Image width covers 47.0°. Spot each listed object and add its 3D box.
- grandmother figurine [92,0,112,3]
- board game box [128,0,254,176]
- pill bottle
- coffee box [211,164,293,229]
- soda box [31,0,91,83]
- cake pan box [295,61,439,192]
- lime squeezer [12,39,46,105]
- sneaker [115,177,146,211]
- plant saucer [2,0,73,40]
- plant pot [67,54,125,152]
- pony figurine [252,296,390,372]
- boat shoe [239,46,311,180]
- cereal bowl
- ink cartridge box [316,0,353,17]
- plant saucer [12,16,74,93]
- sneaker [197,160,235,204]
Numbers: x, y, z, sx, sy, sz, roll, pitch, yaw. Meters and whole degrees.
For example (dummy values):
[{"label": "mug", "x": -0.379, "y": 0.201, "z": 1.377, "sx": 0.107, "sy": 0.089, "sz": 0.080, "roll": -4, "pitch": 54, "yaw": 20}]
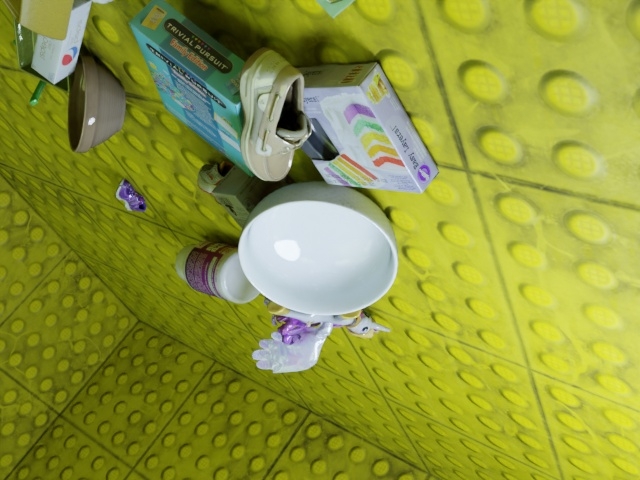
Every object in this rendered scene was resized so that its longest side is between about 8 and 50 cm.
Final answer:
[{"label": "grandmother figurine", "x": -0.339, "y": -0.495, "z": 1.271, "sx": 0.342, "sy": 0.104, "sz": 0.207, "roll": -5, "pitch": 125, "yaw": 55}, {"label": "board game box", "x": -0.216, "y": -0.284, "z": 1.429, "sx": 0.254, "sy": 0.079, "sz": 0.336, "roll": 38, "pitch": 167, "yaw": 9}, {"label": "pill bottle", "x": -0.317, "y": 0.088, "z": 2.265, "sx": 0.302, "sy": 0.169, "sz": 0.169, "roll": 10, "pitch": 145, "yaw": 47}, {"label": "coffee box", "x": -0.116, "y": -0.071, "z": 1.703, "sx": 0.098, "sy": 0.141, "sz": 0.246, "roll": 11, "pitch": 147, "yaw": 48}, {"label": "soda box", "x": -0.574, "y": -0.454, "z": 1.626, "sx": 0.069, "sy": 0.074, "sz": 0.216, "roll": 37, "pitch": 135, "yaw": 0}, {"label": "cake pan box", "x": 0.050, "y": -0.199, "z": 1.312, "sx": 0.267, "sy": 0.070, "sz": 0.245, "roll": 12, "pitch": 145, "yaw": 47}, {"label": "lime squeezer", "x": -0.718, "y": -0.458, "z": 1.901, "sx": 0.059, "sy": 0.110, "sz": 0.310, "roll": 39, "pitch": -165, "yaw": -50}, {"label": "sneaker", "x": -0.613, "y": -0.147, "z": 2.406, "sx": 0.071, "sy": 0.068, "sz": 0.170, "roll": 14, "pitch": 160, "yaw": 14}, {"label": "plant saucer", "x": -0.596, "y": -0.572, "z": 1.389, "sx": 0.332, "sy": 0.081, "sz": 0.333, "roll": 54, "pitch": 152, "yaw": -3}, {"label": "plant pot", "x": -0.545, "y": -0.329, "z": 1.805, "sx": 0.110, "sy": 0.237, "sz": 0.237, "roll": 3, "pitch": 173, "yaw": -28}, {"label": "pony figurine", "x": -0.014, "y": 0.185, "z": 1.892, "sx": 0.351, "sy": 0.302, "sz": 0.363, "roll": 2, "pitch": 161, "yaw": 14}, {"label": "boat shoe", "x": -0.072, "y": -0.195, "z": 1.281, "sx": 0.098, "sy": 0.109, "sz": 0.302, "roll": 33, "pitch": 151, "yaw": 19}, {"label": "cereal bowl", "x": 0.000, "y": 0.000, "z": 1.584, "sx": 0.339, "sy": 0.141, "sz": 0.338, "roll": 4, "pitch": 134, "yaw": 4}, {"label": "ink cartridge box", "x": -0.016, "y": -0.415, "z": 0.996, "sx": 0.209, "sy": 0.062, "sz": 0.109, "roll": 43, "pitch": 157, "yaw": -16}, {"label": "plant saucer", "x": -0.656, "y": -0.474, "z": 1.767, "sx": 0.189, "sy": 0.045, "sz": 0.188, "roll": 27, "pitch": 129, "yaw": 23}, {"label": "sneaker", "x": -0.233, "y": -0.153, "z": 1.795, "sx": 0.088, "sy": 0.092, "sz": 0.225, "roll": 0, "pitch": -162, "yaw": -32}]
